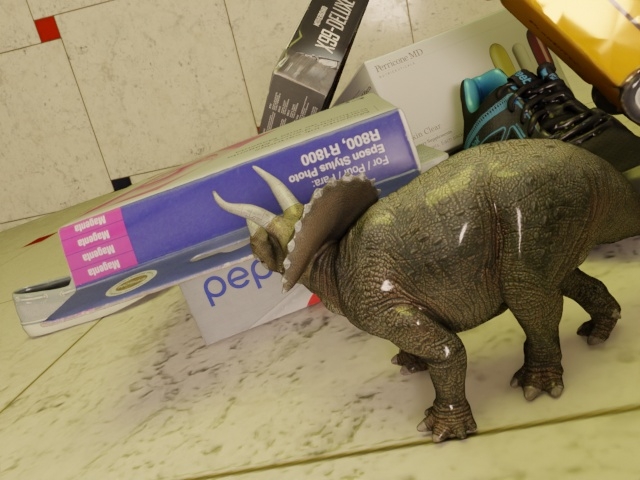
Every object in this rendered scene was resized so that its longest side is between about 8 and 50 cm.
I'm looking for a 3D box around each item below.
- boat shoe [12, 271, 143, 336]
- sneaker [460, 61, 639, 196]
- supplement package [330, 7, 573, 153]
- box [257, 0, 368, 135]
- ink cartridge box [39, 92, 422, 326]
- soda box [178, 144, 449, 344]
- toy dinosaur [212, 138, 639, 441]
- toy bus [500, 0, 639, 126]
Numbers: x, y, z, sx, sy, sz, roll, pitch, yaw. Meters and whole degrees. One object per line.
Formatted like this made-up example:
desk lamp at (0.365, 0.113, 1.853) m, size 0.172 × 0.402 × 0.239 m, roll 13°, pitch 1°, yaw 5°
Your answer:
boat shoe at (-0.323, 0.062, 0.791) m, size 0.228 × 0.081 × 0.079 m, roll -20°, pitch 17°, yaw 5°
sneaker at (0.214, -0.094, 0.554) m, size 0.125 × 0.139 × 0.341 m, roll -20°, pitch 18°, yaw -4°
supplement package at (0.174, -0.198, 0.822) m, size 0.262 × 0.145 × 0.204 m, roll -26°, pitch 0°, yaw -14°
box at (-0.025, -0.212, 0.867) m, size 0.307 × 0.077 × 0.242 m, roll 118°, pitch 174°, yaw -59°
ink cartridge box at (-0.075, -0.058, 0.568) m, size 0.324 × 0.071 × 0.330 m, roll -19°, pitch 15°, yaw 5°
soda box at (0.000, 0.000, 0.581) m, size 0.286 × 0.098 × 0.091 m, roll -21°, pitch 16°, yaw -1°
toy dinosaur at (0.095, 0.009, 0.334) m, size 0.314 × 0.160 × 0.121 m, roll -15°, pitch 19°, yaw 15°
toy bus at (0.276, -0.210, 0.526) m, size 0.130 × 0.333 × 0.108 m, roll -48°, pitch 4°, yaw 20°
